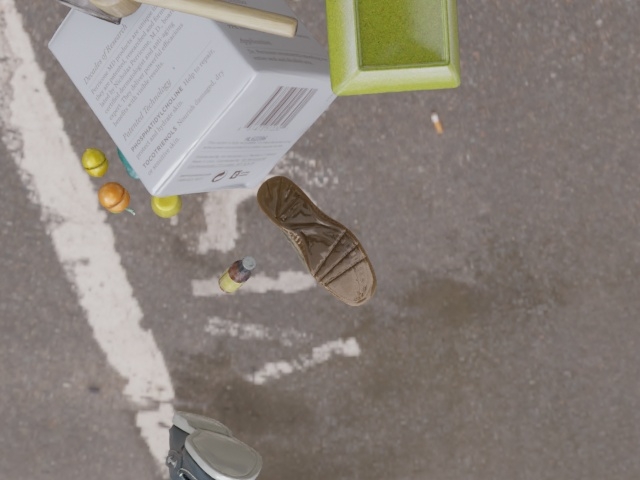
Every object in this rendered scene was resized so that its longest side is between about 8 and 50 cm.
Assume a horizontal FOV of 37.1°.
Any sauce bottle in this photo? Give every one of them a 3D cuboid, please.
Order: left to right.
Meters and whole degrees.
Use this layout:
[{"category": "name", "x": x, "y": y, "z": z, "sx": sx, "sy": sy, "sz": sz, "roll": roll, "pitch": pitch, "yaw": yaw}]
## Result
[{"category": "sauce bottle", "x": -0.146, "y": 0.059, "z": 1.690, "sx": 0.042, "sy": 0.042, "sz": 0.128, "roll": 16, "pitch": 158, "yaw": -18}]

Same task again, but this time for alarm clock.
[{"category": "alarm clock", "x": -0.382, "y": -0.410, "z": 1.608, "sx": 0.129, "sy": 0.192, "sz": 0.064, "roll": 15, "pitch": 101, "yaw": -48}]

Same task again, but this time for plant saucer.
[{"category": "plant saucer", "x": 0.104, "y": -0.298, "z": 1.296, "sx": 0.188, "sy": 0.045, "sz": 0.188, "roll": -6, "pitch": 97, "yaw": -10}]

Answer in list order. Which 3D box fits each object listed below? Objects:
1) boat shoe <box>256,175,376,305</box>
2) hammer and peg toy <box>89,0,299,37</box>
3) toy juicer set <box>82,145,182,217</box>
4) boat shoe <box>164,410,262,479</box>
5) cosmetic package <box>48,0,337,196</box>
[{"category": "boat shoe", "x": 0.000, "y": 0.000, "z": 1.725, "sx": 0.104, "sy": 0.285, "sz": 0.089, "roll": -39, "pitch": 168, "yaw": 0}, {"category": "hammer and peg toy", "x": -0.097, "y": -0.380, "z": 1.057, "sx": 0.266, "sy": 0.127, "sz": 0.361, "roll": 26, "pitch": 90, "yaw": -2}, {"category": "toy juicer set", "x": -0.421, "y": -0.210, "z": 2.111, "sx": 0.209, "sy": 0.329, "sz": 0.089, "roll": -4, "pitch": 175, "yaw": -7}, {"category": "boat shoe", "x": -0.170, "y": 0.339, "z": 1.427, "sx": 0.116, "sy": 0.099, "sz": 0.319, "roll": 18, "pitch": 178, "yaw": -19}, {"category": "cosmetic package", "x": -0.232, "y": -0.341, "z": 1.837, "sx": 0.327, "sy": 0.393, "sz": 0.329, "roll": -46, "pitch": 161, "yaw": 28}]
